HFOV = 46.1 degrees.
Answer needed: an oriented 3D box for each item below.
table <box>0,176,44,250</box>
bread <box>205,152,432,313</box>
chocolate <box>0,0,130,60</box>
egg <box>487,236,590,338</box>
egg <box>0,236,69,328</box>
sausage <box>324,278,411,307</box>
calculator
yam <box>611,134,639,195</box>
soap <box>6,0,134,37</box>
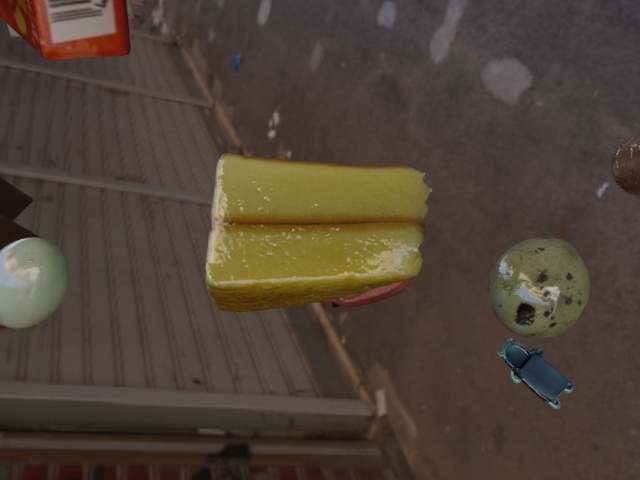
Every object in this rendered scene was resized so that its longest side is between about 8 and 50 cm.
[{"bbox_3d":[-0.860,0.002,1.866,0.282,0.196,0.250,-44,43,4],"label":"table"},{"bbox_3d":[0.000,0.000,1.279,0.245,0.361,0.233,83,-170,-71],"label":"bread"},{"bbox_3d":[-0.313,-0.339,0.818,0.235,0.108,0.237,41,144,32],"label":"chocolate"},{"bbox_3d":[0.404,0.079,1.379,0.228,0.177,0.177,-44,-12,-45],"label":"egg"},{"bbox_3d":[-0.547,0.079,1.399,0.192,0.149,0.149,-47,37,23],"label":"egg"},{"bbox_3d":[0.125,0.106,2.121,0.279,0.152,0.152,-19,57,19],"label":"sausage"},{"bbox_3d":[0.373,0.230,1.316,0.141,0.094,0.019,42,143,16],"label":"calculator"},{"bbox_3d":[0.666,-0.154,1.470,0.238,0.129,0.128,162,89,-86],"label":"yam"},{"bbox_3d":[-0.508,-0.486,1.496,0.182,0.199,0.138,-47,-39,-46],"label":"soap"}]
